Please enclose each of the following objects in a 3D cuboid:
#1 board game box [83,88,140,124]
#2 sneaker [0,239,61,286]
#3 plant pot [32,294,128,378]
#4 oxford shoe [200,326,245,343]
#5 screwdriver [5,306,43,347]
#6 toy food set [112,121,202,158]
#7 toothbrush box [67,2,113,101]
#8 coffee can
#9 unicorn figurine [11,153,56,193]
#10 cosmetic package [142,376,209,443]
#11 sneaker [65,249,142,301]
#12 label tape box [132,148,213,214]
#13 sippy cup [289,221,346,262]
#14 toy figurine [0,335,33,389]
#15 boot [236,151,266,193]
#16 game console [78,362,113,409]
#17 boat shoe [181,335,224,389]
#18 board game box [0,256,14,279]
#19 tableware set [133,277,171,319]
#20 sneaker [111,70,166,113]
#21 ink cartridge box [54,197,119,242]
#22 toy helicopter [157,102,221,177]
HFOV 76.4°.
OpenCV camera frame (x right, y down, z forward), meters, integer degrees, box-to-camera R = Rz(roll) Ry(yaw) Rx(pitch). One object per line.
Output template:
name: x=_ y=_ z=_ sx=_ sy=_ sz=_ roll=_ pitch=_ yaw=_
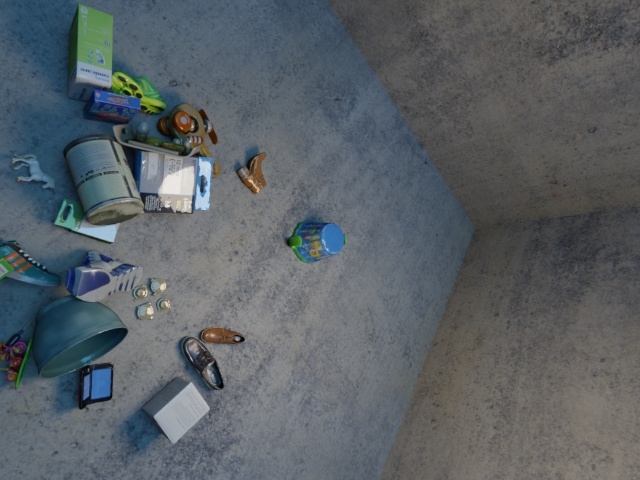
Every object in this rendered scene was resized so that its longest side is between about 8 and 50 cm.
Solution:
board game box: x=-0.816 y=-0.513 z=1.586 sx=0.160 sy=0.210 sz=0.047 roll=-1 pitch=86 yaw=-39
sneaker: x=-1.037 y=0.068 z=1.390 sx=0.302 sy=0.108 sz=0.121 roll=29 pitch=71 yaw=-32
plant pot: x=-0.860 y=0.311 z=1.422 sx=0.292 sy=0.293 sz=0.196 roll=-26 pitch=75 yaw=-39
oxford shoe: x=-0.442 y=0.439 z=1.866 sx=0.212 sy=0.076 sz=0.076 roll=13 pitch=77 yaw=-37
screwdriver: x=-1.029 y=0.304 z=1.423 sx=0.025 sy=0.024 sz=0.170 roll=32 pitch=58 yaw=0
toy food set: x=-0.643 y=-0.411 z=1.638 sx=0.305 sy=0.220 sz=0.093 roll=12 pitch=104 yaw=-13
toothbrush box: x=-0.883 y=-0.703 z=1.556 sx=0.122 sy=0.206 sz=0.284 roll=4 pitch=81 yaw=-39
coffee can: x=-0.805 y=-0.222 z=1.515 sx=0.201 sy=0.201 sz=0.276 roll=-16 pitch=77 yaw=-40
unicorn figurine: x=-1.032 y=-0.242 z=1.465 sx=0.111 sy=0.060 sz=0.162 roll=-17 pitch=96 yaw=-40
cosmetic package: x=-0.589 y=0.685 z=1.658 sx=0.183 sy=0.151 sz=0.152 roll=-40 pitch=110 yaw=-35
sneaker: x=-0.830 y=0.123 z=1.494 sx=0.315 sy=0.182 sz=0.128 roll=-2 pitch=113 yaw=-78
label tape box: x=-0.611 y=-0.244 z=1.740 sx=0.347 sy=0.115 sz=0.250 roll=0 pitch=106 yaw=-39
sippy cup: x=0.000 y=0.000 z=2.198 sx=0.305 sy=0.223 sz=0.240 roll=-46 pitch=113 yaw=-34
toy figurine: x=-1.056 y=0.389 z=1.329 sx=0.159 sy=0.130 sz=0.173 roll=17 pitch=81 yaw=-28
boot: x=-0.318 y=-0.346 z=2.077 sx=0.197 sy=0.072 sz=0.152 roll=-46 pitch=112 yaw=-21
game console: x=-0.835 y=0.540 z=1.517 sx=0.085 sy=0.124 sz=0.144 roll=0 pitch=83 yaw=-13
boat shoe: x=-0.505 y=0.541 z=1.786 sx=0.102 sy=0.092 sz=0.286 roll=-37 pitch=108 yaw=-37
board game box: x=-1.128 y=0.078 z=1.204 sx=0.242 sy=0.316 sz=0.064 roll=-50 pitch=158 yaw=-33
tableware set: x=-0.707 y=0.245 z=1.703 sx=0.140 sy=0.020 sz=0.169 roll=-15 pitch=95 yaw=-38
sneaker: x=-0.757 y=-0.617 z=1.669 sx=0.295 sy=0.109 sz=0.124 roll=20 pitch=47 yaw=-78
ink cartridge box: x=-0.891 y=-0.072 z=1.560 sx=0.209 sy=0.062 sz=0.109 roll=23 pitch=69 yaw=-36
toy helicopter: x=-0.557 y=-0.459 z=1.877 sx=0.235 sy=0.140 sz=0.355 roll=-52 pitch=127 yaw=-42
